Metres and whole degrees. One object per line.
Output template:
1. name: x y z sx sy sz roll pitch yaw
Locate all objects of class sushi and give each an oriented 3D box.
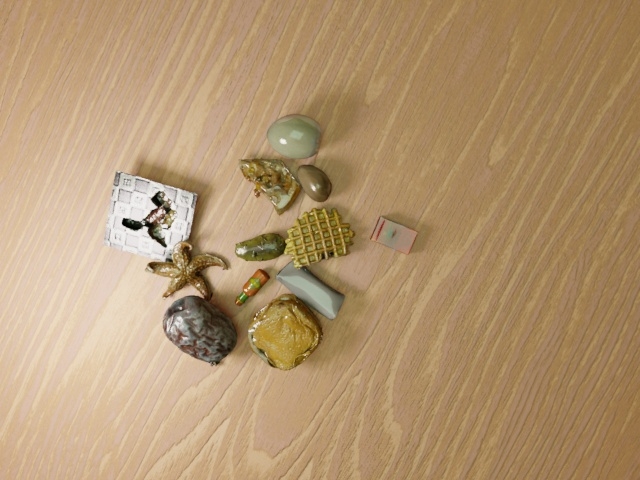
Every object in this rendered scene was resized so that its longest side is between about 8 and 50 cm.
1. sushi: -0.732 -0.096 1.819 0.359 0.064 0.343 16 105 -3

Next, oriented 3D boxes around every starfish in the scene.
1. starfish: -0.580 0.153 1.805 0.312 0.113 0.303 -41 109 3

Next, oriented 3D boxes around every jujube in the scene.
1. jujube: -0.497 0.376 1.748 0.226 0.226 0.317 -39 117 4

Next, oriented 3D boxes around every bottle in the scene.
1. bottle: -0.303 0.210 1.820 0.069 0.069 0.187 41 96 0

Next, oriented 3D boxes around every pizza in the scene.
1. pizza: -0.220 -0.263 1.784 0.189 0.071 0.297 -43 90 5

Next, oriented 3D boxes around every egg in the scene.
1. egg: -0.111 -0.427 1.710 0.217 0.183 0.183 8 94 -8

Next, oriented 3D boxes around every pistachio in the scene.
1. pistachio: -0.025 -0.246 1.762 0.126 0.108 0.185 -39 83 34

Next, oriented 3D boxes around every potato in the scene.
1. potato: -0.257 0.033 1.795 0.226 0.090 0.117 -9 93 2

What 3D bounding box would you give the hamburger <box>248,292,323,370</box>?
1. hamburger: -0.154 0.393 1.779 0.319 0.158 0.318 0 93 2

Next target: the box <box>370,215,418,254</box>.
1. box: 0.314 -0.020 1.785 0.175 0.048 0.112 23 96 1

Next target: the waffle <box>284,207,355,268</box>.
1. waffle: 0.000 0.000 1.772 0.283 0.065 0.309 31 85 -3

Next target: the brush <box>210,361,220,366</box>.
1. brush: -0.535 0.456 1.860 0.036 0.043 0.248 -34 91 11

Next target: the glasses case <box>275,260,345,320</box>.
1. glasses case: -0.039 0.208 1.798 0.308 0.083 0.128 37 82 6
